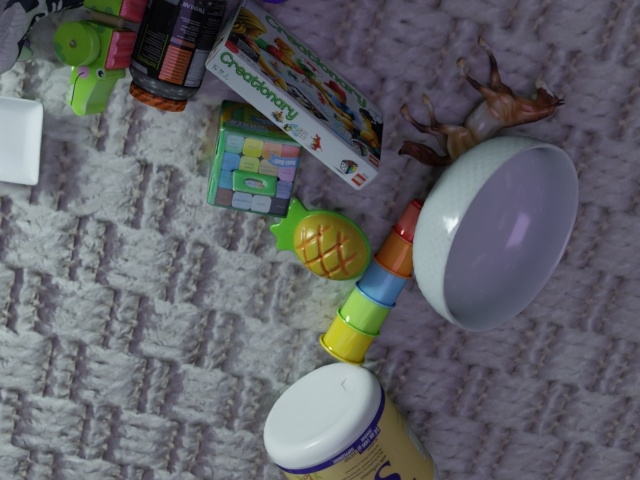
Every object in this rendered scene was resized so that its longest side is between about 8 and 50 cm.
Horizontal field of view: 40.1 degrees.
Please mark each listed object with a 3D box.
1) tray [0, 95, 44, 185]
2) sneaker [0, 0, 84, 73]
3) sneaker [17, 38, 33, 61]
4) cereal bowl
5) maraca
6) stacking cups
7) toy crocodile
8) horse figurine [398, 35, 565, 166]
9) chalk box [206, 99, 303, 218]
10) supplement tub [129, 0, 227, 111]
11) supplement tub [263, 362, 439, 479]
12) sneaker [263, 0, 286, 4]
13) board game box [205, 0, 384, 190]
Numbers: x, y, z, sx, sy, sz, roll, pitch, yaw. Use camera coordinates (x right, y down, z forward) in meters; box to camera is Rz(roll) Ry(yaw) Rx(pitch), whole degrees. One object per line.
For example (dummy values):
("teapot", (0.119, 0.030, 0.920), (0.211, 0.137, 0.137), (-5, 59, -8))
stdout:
("tray", (-0.587, -0.178, 1.415), (0.270, 0.030, 0.145), (8, 113, -10))
("sneaker", (-0.412, -0.343, 1.289), (0.094, 0.153, 0.235), (-4, 78, 31))
("sneaker", (-0.550, -0.341, 1.319), (0.236, 0.095, 0.104), (8, 106, -15))
("cereal bowl", (0.276, -0.025, 1.482), (0.339, 0.141, 0.339), (-23, 127, -34))
("maraca", (0.000, 0.000, 1.525), (0.186, 0.099, 0.127), (27, 116, 9))
("stacking cups", (0.107, 0.069, 1.572), (0.096, 0.096, 0.316), (22, 106, -15))
("toy crocodile", (-0.306, -0.347, 1.297), (0.105, 0.115, 0.340), (20, 104, 13))
("horse figurine", (0.252, -0.210, 1.476), (0.263, 0.066, 0.174), (-42, 106, 9))
("chalk box", (-0.105, -0.125, 1.390), (0.132, 0.213, 0.132), (10, 112, -11))
("supplement tub", (-0.225, -0.303, 1.352), (0.117, 0.117, 0.190), (18, 111, -14))
("supplement tub", (0.073, 0.419, 1.635), (0.241, 0.241, 0.331), (-31, 113, 8))
("sneaker", (-0.135, -0.463, 1.275), (0.102, 0.146, 0.293), (-35, 112, 9))
("board game box", (-0.029, -0.231, 1.363), (0.305, 0.193, 0.053), (37, 122, -20))
